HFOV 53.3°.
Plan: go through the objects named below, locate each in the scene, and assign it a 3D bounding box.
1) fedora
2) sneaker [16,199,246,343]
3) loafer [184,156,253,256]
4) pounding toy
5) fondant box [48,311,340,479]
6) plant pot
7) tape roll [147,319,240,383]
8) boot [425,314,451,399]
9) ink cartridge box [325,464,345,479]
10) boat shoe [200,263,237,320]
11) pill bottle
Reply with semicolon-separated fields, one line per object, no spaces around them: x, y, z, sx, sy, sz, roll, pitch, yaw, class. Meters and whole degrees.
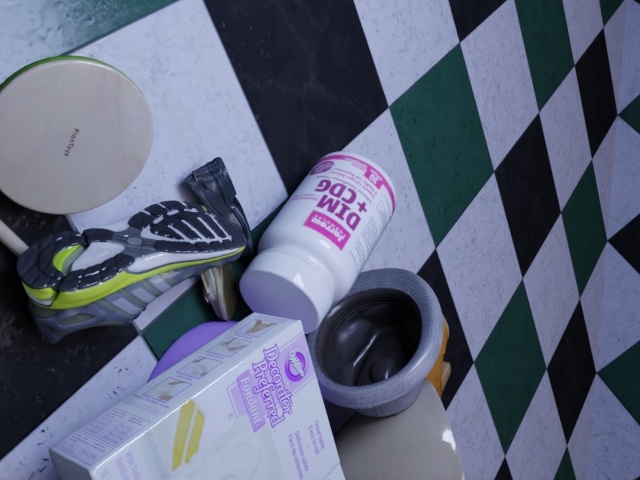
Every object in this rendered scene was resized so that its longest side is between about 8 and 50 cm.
0.099;0.188;1.086;0.275;0.244;0.124;-89;159;-50;fedora
-0.227;0.036;0.802;0.300;0.111;0.121;-16;143;-40;sneaker
-0.146;-0.041;0.947;0.061;0.062;0.170;-23;122;-6;loafer
-0.316;-0.116;0.722;0.237;0.110;0.183;-43;140;-5;pounding toy
-0.132;0.272;0.799;0.330;0.096;0.238;-32;115;-45;fondant box
0.120;0.397;1.103;0.191;0.284;0.284;-10;103;-5;plant pot
-0.128;0.259;0.943;0.275;0.090;0.274;-2;93;-50;tape roll
0.181;0.263;1.294;0.211;0.104;0.295;-50;131;-36;boot
-0.008;0.408;1.031;0.062;0.104;0.181;1;55;-36;ink cartridge box
-0.161;0.047;0.938;0.056;0.048;0.153;-65;147;-60;boat shoe
0.000;0.000;1.010;0.283;0.160;0.160;-57;131;-39;pill bottle
